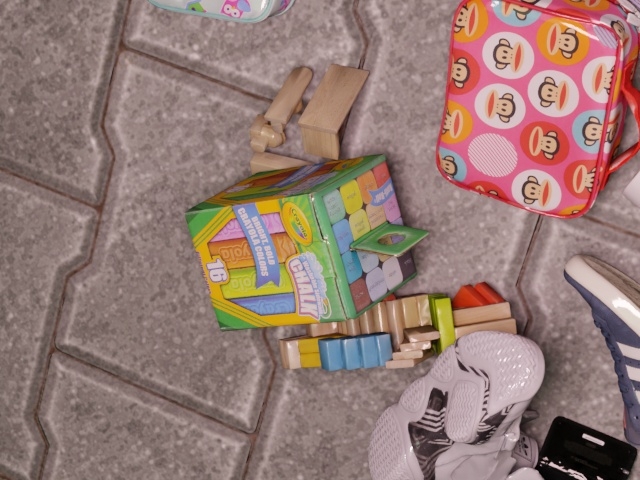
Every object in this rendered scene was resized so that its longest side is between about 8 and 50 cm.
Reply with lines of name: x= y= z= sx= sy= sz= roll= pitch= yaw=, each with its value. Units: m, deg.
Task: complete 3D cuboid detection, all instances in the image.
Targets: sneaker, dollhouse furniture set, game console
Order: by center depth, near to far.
sneaker: x=0.418 y=0.176 z=1.882 sx=0.350 sy=0.131 sz=0.148 roll=46 pitch=110 yaw=6
sneaker: x=0.231 y=0.236 z=1.902 sx=0.210 sy=0.137 sz=0.366 roll=13 pitch=145 yaw=-24
game console: x=0.363 y=0.316 z=2.004 sx=0.122 sy=0.071 sz=0.107 roll=21 pitch=79 yaw=15
dollhouse furniture set: x=-0.015 y=-0.156 z=2.033 sx=0.144 sy=0.123 sz=0.151 roll=14 pitch=142 yaw=18

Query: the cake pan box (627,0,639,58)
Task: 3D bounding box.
cake pan box: x=0.374 y=-0.379 z=1.752 sx=0.267 sy=0.070 sz=0.246 roll=41 pitch=142 yaw=9

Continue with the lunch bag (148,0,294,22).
lunch bag: x=-0.125 y=-0.433 z=1.967 sx=0.224 sy=0.108 sz=0.279 roll=11 pitch=108 yaw=14

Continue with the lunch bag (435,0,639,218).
lunch bag: x=0.288 y=-0.177 z=1.827 sx=0.258 sy=0.120 sz=0.293 roll=19 pitch=126 yaw=18

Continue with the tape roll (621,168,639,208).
tape roll: x=0.483 y=-0.133 z=1.701 sx=0.100 sy=0.286 sz=0.286 roll=42 pitch=113 yaw=9

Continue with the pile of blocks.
pile of blocks: x=0.096 y=0.109 z=1.986 sx=0.362 sy=0.149 sz=0.113 roll=-8 pitch=93 yaw=22

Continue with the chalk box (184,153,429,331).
chalk box: x=0.000 y=0.000 z=1.912 sx=0.289 sy=0.180 sz=0.179 roll=-8 pitch=104 yaw=37
